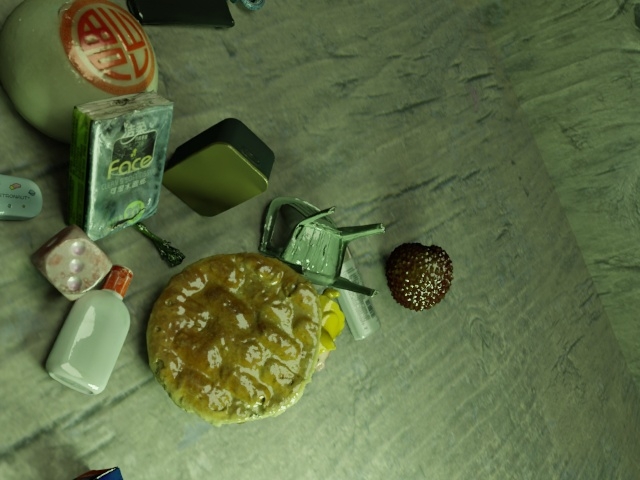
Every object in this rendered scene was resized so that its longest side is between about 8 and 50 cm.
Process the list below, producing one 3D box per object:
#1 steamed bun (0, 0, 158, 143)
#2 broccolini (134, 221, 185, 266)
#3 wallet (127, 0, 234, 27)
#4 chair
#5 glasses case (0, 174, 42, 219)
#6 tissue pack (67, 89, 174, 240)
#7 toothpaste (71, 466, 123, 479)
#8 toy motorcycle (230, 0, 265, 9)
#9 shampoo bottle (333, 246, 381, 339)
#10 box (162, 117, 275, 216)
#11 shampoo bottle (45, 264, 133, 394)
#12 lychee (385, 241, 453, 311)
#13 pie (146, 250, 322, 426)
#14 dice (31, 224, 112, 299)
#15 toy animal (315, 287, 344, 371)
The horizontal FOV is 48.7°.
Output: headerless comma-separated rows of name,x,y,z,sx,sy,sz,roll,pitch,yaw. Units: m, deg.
steamed bun,-0.403,-0.310,1.232,0.283,0.177,0.282,21,61,-43
broccolini,-0.316,0.001,1.335,0.140,0.030,0.035,41,84,-25
wallet,-0.310,-0.538,1.549,0.285,0.030,0.145,-18,90,-50
chair,0.000,0.000,1.539,0.204,0.275,0.190,20,83,-30
glasses case,-0.522,-0.070,1.102,0.179,0.045,0.067,4,72,-48
tissue pack,-0.344,-0.128,1.209,0.073,0.235,0.173,32,34,23
toothpaste,-0.307,0.515,1.093,0.066,0.076,0.320,-19,91,-54
toy motorcycle,-0.177,-0.680,1.715,0.136,0.092,0.254,19,70,-34
shampoo bottle,0.073,0.122,1.705,0.086,0.056,0.227,-29,97,-47
box,-0.198,-0.143,1.388,0.144,0.201,0.090,41,44,-30
shampoo bottle,-0.372,0.141,1.186,0.108,0.051,0.220,38,50,-30
lychee,0.252,0.094,1.832,0.188,0.188,0.187,22,60,-43
pie,-0.155,0.174,1.302,0.340,0.083,0.339,5,70,-14
dice,-0.401,0.035,1.141,0.093,0.094,0.091,-44,115,-15
toy animal,-0.028,0.191,1.489,0.156,0.156,0.229,57,37,-17
